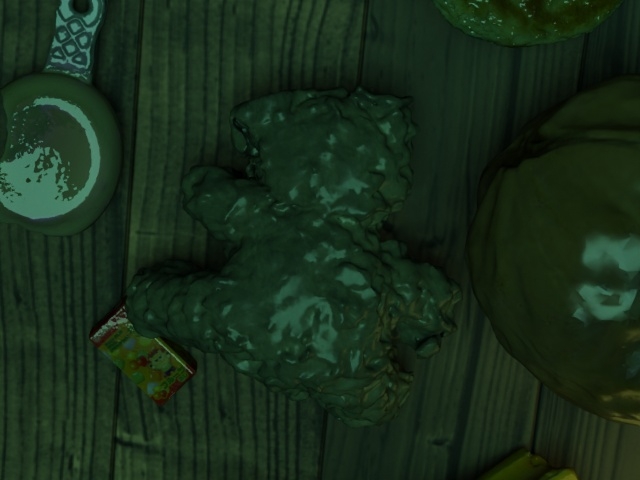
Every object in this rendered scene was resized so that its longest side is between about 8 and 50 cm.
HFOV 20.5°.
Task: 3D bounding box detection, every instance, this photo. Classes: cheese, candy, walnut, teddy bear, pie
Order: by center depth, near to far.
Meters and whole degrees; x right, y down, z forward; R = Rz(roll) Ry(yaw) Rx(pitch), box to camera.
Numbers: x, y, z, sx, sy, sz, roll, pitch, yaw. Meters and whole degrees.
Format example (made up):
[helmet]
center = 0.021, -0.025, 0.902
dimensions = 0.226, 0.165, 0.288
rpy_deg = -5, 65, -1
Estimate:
[pie]
center = 0.229, -0.342, 1.880
dimensions = 0.303, 0.067, 0.302
rpy_deg = -9, 116, -19
[walnut]
center = 0.339, 0.020, 1.891
dimensions = 0.384, 0.383, 0.383
rpy_deg = 0, 106, 0
[cheese]
center = -0.292, -0.146, 1.977
dimensions = 0.163, 0.082, 0.286
rpy_deg = 11, 103, -4
[teddy bear]
center = 0.000, 0.000, 1.978
dimensions = 0.357, 0.224, 0.367
rpy_deg = 23, 90, -5
[candy]
center = -0.207, 0.129, 2.073
dimensions = 0.062, 0.038, 0.122
rpy_deg = -43, 101, 11

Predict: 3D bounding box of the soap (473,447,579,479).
[soap]
center = 0.179, 0.405, 2.047
dimensions = 0.324, 0.096, 0.204
rpy_deg = -29, 105, -24
